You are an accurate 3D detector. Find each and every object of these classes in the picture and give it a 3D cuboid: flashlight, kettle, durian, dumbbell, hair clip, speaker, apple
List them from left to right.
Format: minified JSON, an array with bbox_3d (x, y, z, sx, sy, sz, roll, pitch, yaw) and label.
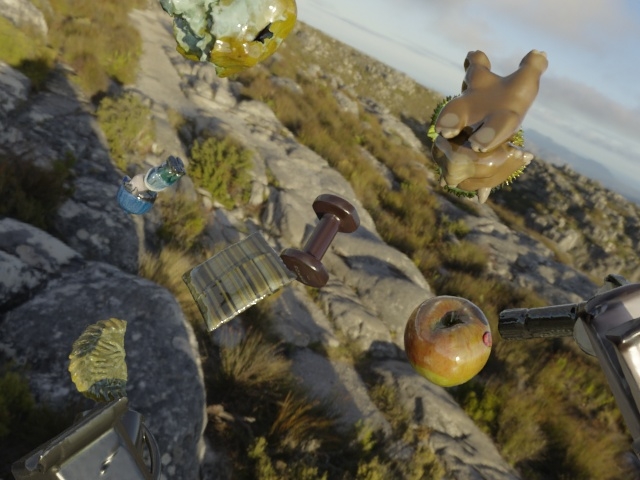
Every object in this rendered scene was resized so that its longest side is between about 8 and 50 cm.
[{"bbox_3d":[-0.603,0.659,1.647,0.268,0.207,0.290,-2,52,-8],"label":"kettle"},{"bbox_3d":[-0.327,0.438,0.907,0.184,0.388,0.180,-6,22,47],"label":"speaker"},{"bbox_3d":[0.000,0.000,1.442,0.124,0.225,0.140,14,-30,32],"label":"dumbbell"},{"bbox_3d":[0.354,0.279,1.576,0.261,0.194,0.261,1,34,-1],"label":"apple"},{"bbox_3d":[0.352,-0.213,1.260,0.176,0.200,0.237,-16,80,-26],"label":"durian"},{"bbox_3d":[0.611,0.186,1.319,0.103,0.103,0.424,9,-17,-37],"label":"flashlight"},{"bbox_3d":[0.324,0.200,0.482,0.101,0.085,0.331,-133,-162,-85],"label":"hair clip"}]

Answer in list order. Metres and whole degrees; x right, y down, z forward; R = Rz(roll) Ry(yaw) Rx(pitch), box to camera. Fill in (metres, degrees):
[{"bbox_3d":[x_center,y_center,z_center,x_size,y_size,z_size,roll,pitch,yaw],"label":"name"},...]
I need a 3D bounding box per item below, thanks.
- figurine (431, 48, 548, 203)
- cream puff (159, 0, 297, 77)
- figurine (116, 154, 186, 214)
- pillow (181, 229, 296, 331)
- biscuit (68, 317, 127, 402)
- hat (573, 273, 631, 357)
[{"bbox_3d":[0.301,-0.195,1.020,0.177,0.247,0.173,9,-25,25],"label":"figurine"},{"bbox_3d":[-0.086,-0.225,0.486,0.156,0.121,0.156,49,-10,12],"label":"cream puff"},{"bbox_3d":[-0.334,-0.111,1.114,0.087,0.149,0.086,65,15,2],"label":"figurine"},{"bbox_3d":[-0.180,0.078,1.211,0.212,0.052,0.208,-30,39,-11],"label":"pillow"},{"bbox_3d":[-0.701,0.385,1.783,0.187,0.273,0.036,3,-13,-41],"label":"biscuit"},{"bbox_3d":[0.513,0.120,0.835,0.149,0.245,0.214,44,-25,-10],"label":"hat"}]
